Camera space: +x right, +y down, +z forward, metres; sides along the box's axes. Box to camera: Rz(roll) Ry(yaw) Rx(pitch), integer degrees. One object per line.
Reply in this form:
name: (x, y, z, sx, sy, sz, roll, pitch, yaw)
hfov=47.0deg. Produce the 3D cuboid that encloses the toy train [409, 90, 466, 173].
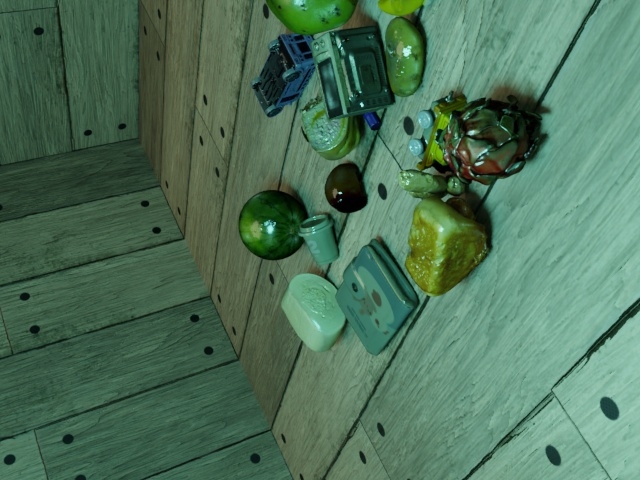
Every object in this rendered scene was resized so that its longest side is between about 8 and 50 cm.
toy train: (0.276, -0.226, 1.627, 0.127, 0.089, 0.219, 46, 144, 29)

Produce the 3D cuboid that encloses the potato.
potato: (0.191, -0.418, 1.698, 0.105, 0.085, 0.188, 48, 149, 49)

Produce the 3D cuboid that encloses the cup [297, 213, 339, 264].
cup: (0.000, 0.000, 2.339, 0.120, 0.120, 0.141, 22, 135, 61)

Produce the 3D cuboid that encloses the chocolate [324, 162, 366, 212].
chocolate: (0.072, -0.156, 2.113, 0.124, 0.127, 0.133, -44, 45, 29)

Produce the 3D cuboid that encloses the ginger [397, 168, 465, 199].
ginger: (0.236, -0.123, 1.656, 0.133, 0.214, 0.059, 0, 88, 51)

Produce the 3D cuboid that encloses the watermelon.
watermelon: (-0.160, -0.052, 2.495, 0.242, 0.242, 0.242, 44, 142, 49)

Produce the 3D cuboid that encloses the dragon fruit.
dragon fruit: (0.325, -0.195, 1.443, 0.188, 0.182, 0.182, 133, 120, -83)

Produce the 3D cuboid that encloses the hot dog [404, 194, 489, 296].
hot dog: (0.287, 0.002, 1.657, 0.150, 0.153, 0.257, 50, 154, 34)

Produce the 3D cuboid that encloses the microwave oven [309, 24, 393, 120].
microwave oven: (0.081, -0.418, 1.835, 0.129, 0.163, 0.205, -1, 104, 66)

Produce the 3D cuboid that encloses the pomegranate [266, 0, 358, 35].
pomegranate: (-0.014, -0.621, 1.775, 0.302, 0.235, 0.236, -68, -25, -65)

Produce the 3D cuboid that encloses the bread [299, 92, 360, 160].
bread: (0.042, -0.322, 2.011, 0.156, 0.158, 0.261, 36, -149, -53)

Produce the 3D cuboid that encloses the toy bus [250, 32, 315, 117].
toy bus: (-0.106, -0.499, 2.232, 0.126, 0.133, 0.292, 63, 152, 12)

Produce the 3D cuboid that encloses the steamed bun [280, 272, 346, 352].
steamed bun: (-0.015, 0.235, 2.450, 0.250, 0.154, 0.200, 55, 153, 23)

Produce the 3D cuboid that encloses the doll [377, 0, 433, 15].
doll: (0.147, -0.594, 1.578, 0.237, 0.111, 0.252, 46, 159, -30)

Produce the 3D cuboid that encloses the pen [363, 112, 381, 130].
pen: (0.093, -0.409, 1.977, 0.269, 0.033, 0.033, 65, 154, 22)

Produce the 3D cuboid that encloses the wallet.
wallet: (0.153, 0.167, 2.142, 0.252, 0.083, 0.360, 59, 152, 20)
